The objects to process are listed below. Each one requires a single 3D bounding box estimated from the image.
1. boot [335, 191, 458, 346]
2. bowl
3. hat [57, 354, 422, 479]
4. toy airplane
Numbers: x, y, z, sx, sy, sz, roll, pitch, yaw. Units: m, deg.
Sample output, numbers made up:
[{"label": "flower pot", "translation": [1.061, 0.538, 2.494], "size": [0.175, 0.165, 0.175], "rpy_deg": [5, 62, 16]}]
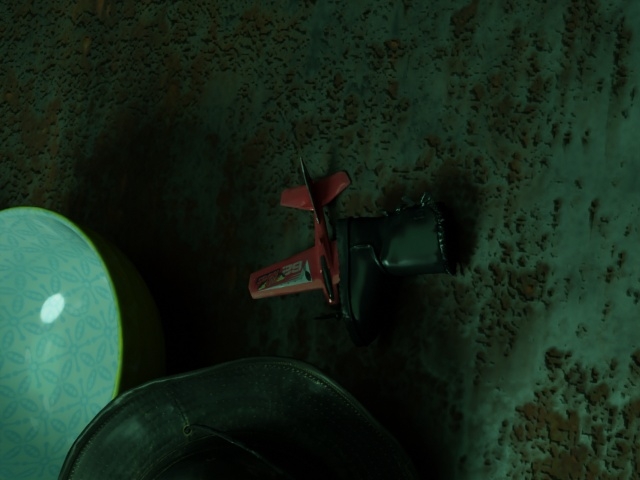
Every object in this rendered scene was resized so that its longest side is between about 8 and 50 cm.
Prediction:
[{"label": "boot", "translation": [0.067, 0.025, 1.321], "size": [0.099, 0.045, 0.121], "rpy_deg": [-9, 79, 20]}, {"label": "bowl", "translation": [-0.238, 0.120, 1.474], "size": [0.289, 0.156, 0.290], "rpy_deg": [-8, 77, 37]}, {"label": "hat", "translation": [-0.078, 0.259, 1.256], "size": [0.331, 0.134, 0.331], "rpy_deg": [3, 104, 11]}, {"label": "toy airplane", "translation": [0.000, 0.000, 1.389], "size": [0.151, 0.028, 0.151], "rpy_deg": [-4, 78, 21]}]
